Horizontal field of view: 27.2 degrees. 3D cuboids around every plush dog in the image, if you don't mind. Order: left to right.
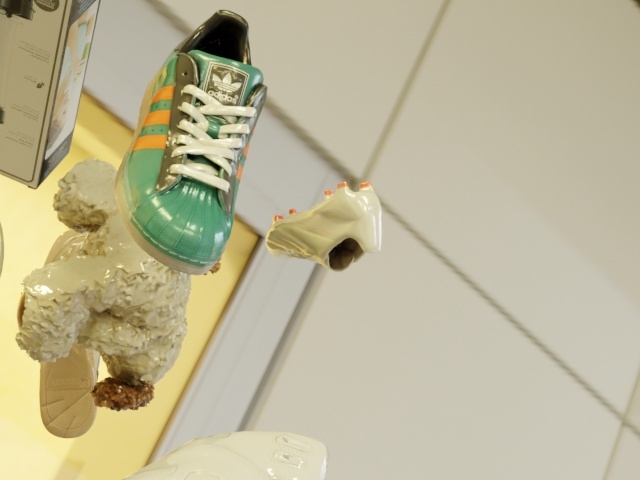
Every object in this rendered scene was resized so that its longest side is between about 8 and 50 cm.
[{"bbox_3d":[-0.208,0.065,1.496,0.211,0.262,0.225,5,-39,4],"label":"plush dog"}]

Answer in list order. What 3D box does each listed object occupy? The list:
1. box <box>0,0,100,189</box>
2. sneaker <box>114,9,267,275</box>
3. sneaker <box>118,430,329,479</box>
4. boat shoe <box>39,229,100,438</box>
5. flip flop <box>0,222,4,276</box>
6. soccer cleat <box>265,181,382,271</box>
[{"bbox_3d":[-0.337,-0.214,1.411,0.169,0.087,0.290,22,-52,4],"label":"box"},{"bbox_3d":[-0.112,-0.103,1.202,0.108,0.302,0.121,20,-53,-21],"label":"sneaker"},{"bbox_3d":[-0.015,0.231,0.875,0.366,0.210,0.137,16,-66,27],"label":"sneaker"},{"bbox_3d":[-0.346,0.127,1.826,0.103,0.285,0.092,1,-3,-17],"label":"boat shoe"},{"bbox_3d":[-0.316,0.021,1.021,0.112,0.277,0.080,40,-64,-4],"label":"flip flop"},{"bbox_3d":[0.000,0.000,1.332,0.068,0.076,0.196,-3,-13,-29],"label":"soccer cleat"}]
